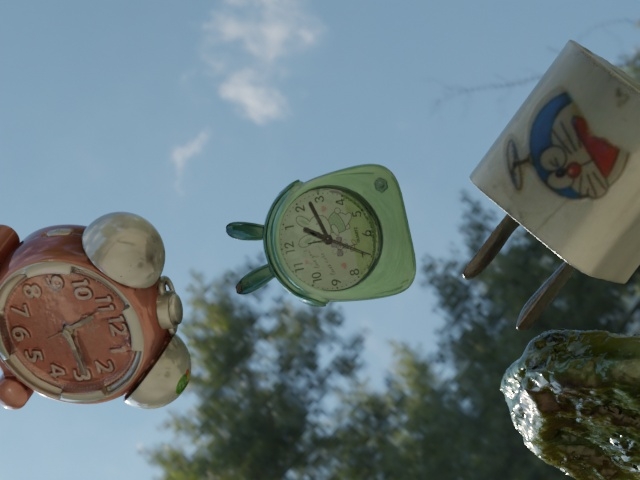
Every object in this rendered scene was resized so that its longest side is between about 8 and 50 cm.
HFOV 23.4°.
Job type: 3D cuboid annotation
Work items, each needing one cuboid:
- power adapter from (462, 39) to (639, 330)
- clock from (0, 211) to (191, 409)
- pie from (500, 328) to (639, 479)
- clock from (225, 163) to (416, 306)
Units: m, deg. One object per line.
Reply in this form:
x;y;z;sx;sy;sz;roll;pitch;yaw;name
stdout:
0.192;-0.030;1.188;0.205;0.130;0.125;-56;-28;13;power adapter
-0.183;0.054;1.223;0.093;0.162;0.166;-58;-38;-60;clock
0.283;0.149;1.280;0.277;0.277;0.079;40;-123;-42;pie
0.000;0.000;1.155;0.135;0.041;0.101;-9;-94;-15;clock
